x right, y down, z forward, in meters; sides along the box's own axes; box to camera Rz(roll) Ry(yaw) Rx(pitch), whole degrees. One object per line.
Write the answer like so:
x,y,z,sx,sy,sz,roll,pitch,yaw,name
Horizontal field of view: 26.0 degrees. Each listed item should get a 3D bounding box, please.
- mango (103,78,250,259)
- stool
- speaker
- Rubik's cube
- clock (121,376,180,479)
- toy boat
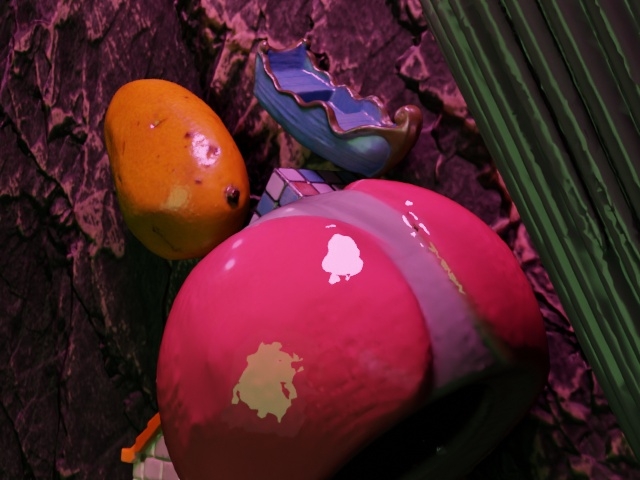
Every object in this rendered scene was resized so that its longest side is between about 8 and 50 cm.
-0.149,-0.071,1.352,0.227,0.109,0.147,48,127,40,mango
0.246,-0.048,0.787,0.297,0.297,0.330,-32,70,43,stool
0.017,0.100,1.012,0.294,0.294,0.294,-2,88,48,speaker
0.000,0.000,1.195,0.092,0.092,0.092,47,122,38,Rubik's cube
-0.094,0.257,1.294,0.220,0.106,0.255,2,86,47,clock
0.016,-0.121,1.193,0.185,0.075,0.077,44,129,36,toy boat
